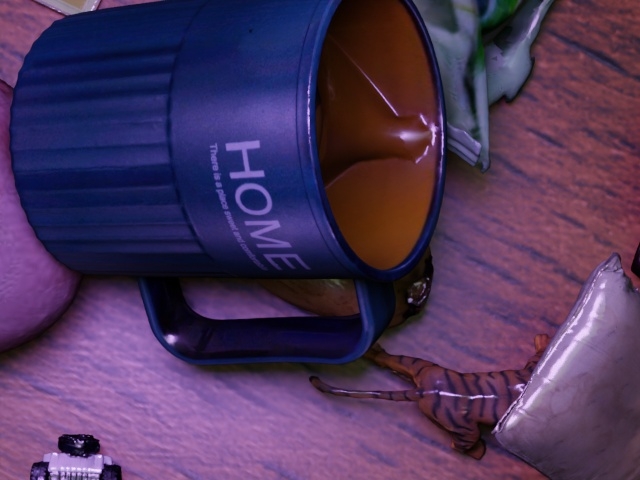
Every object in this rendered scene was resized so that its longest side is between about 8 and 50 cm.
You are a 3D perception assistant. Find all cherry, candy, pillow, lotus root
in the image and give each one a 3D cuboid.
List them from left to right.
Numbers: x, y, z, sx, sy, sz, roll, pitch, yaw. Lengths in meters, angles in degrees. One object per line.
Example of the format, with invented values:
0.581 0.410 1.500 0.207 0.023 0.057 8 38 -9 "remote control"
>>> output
-0.342 -0.015 1.670 0.307 0.221 0.261 -25 85 13 "cherry"
0.000 0.000 1.721 0.221 0.118 0.125 28 84 5 "lotus root"
0.127 -0.278 1.740 0.263 0.172 0.398 29 74 6 "candy"
0.267 0.151 1.656 0.075 0.302 0.185 25 79 43 "pillow"

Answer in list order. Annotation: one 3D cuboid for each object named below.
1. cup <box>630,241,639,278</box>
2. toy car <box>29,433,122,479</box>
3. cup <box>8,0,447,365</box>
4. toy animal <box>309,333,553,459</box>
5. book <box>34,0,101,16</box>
0.380 -0.034 1.715 0.177 0.166 0.239 16 82 4 "cup"
-0.219 0.258 1.709 0.080 0.070 0.171 2 85 -1 "toy car"
-0.065 -0.068 1.589 0.292 0.308 0.242 -1 55 27 "cup"
0.119 0.138 1.710 0.255 0.116 0.114 -4 82 -1 "toy animal"
-0.242 -0.343 1.808 0.170 0.018 0.242 26 84 1 "book"
